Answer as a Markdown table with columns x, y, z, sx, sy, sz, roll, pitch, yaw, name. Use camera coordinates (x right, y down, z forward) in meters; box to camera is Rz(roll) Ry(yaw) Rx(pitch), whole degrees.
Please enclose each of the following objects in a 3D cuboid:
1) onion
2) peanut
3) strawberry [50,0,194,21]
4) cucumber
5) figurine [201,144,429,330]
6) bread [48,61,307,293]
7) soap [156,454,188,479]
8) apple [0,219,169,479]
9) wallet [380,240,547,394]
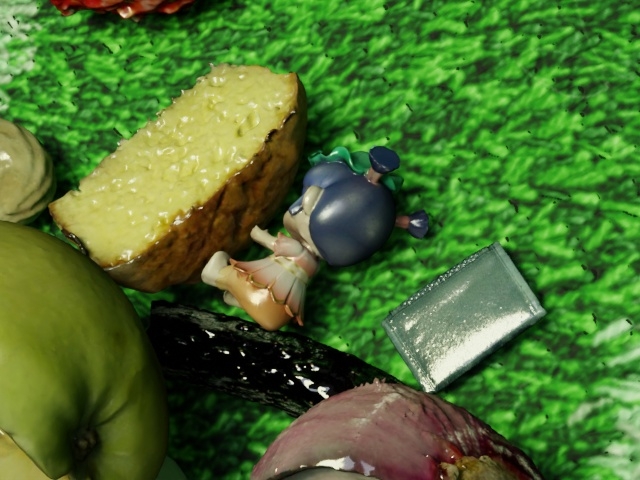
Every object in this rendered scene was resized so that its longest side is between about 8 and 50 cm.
| x | y | z | sx | sy | sz | roll | pitch | yaw | name |
| --- | --- | --- | --- | --- | --- | --- | --- | --- | --- |
| 0.050 | 0.254 | 1.005 | 0.267 | 0.159 | 0.348 | 37 | 128 | -2 | onion |
| -0.399 | -0.080 | 1.275 | 0.298 | 0.120 | 0.136 | 21 | 79 | 26 | peanut |
| -0.168 | -0.315 | 1.225 | 0.178 | 0.234 | 0.234 | 14 | 80 | 0 | strawberry |
| -0.033 | 0.119 | 1.111 | 0.303 | 0.072 | 0.081 | 13 | 67 | 22 | cucumber |
| 0.000 | 0.000 | 1.112 | 0.195 | 0.111 | 0.102 | -49 | 53 | -4 | figurine |
| -0.112 | -0.043 | 1.149 | 0.260 | 0.134 | 0.129 | -40 | 52 | -16 | bread |
| -0.214 | 0.338 | 1.104 | 0.289 | 0.095 | 0.173 | -41 | 65 | 5 | soap |
| -0.246 | 0.127 | 1.000 | 0.258 | 0.233 | 0.295 | 13 | 115 | 33 | apple |
| 0.124 | 0.068 | 1.093 | 0.129 | 0.026 | 0.088 | -36 | 63 | 8 | wallet |
